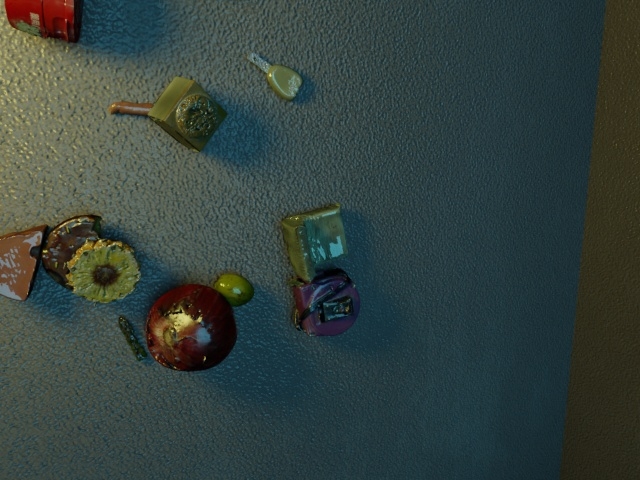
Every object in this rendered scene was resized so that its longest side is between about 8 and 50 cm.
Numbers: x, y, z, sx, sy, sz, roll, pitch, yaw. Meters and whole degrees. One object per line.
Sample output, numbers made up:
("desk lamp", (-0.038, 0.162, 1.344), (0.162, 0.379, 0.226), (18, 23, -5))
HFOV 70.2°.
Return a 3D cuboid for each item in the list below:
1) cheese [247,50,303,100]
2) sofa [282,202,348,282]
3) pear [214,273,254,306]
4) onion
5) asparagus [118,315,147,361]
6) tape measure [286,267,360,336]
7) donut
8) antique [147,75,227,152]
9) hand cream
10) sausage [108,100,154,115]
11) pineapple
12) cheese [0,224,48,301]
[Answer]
("cheese", (-0.146, -0.529, 1.442), (0.192, 0.037, 0.097), (30, 87, -27))
("sofa", (0.000, 0.000, 1.545), (0.225, 0.176, 0.210), (-15, 107, -21))
("pear", (-0.282, 0.165, 1.492), (0.131, 0.107, 0.107), (34, 86, -19))
("onion", (-0.391, 0.264, 1.393), (0.276, 0.276, 0.276), (-5, 103, -23))
("asparagus", (-0.590, 0.307, 1.425), (0.036, 0.030, 0.165), (-15, 111, 4))
("tape measure", (0.017, 0.224, 1.615), (0.245, 0.149, 0.232), (-18, 107, -20))
("donut", (-0.659, 0.037, 1.292), (0.230, 0.096, 0.216), (36, 93, -35))
("antique", (-0.375, -0.356, 1.296), (0.152, 0.148, 0.146), (-57, 138, -7))
("hand cream", (-0.657, -0.605, 1.093), (0.149, 0.230, 0.230), (8, 98, -25))
("sausage", (-0.522, -0.375, 1.307), (0.157, 0.036, 0.042), (-3, 95, -23))
("pineapple", (-0.598, 0.094, 1.263), (0.221, 0.047, 0.221), (-12, 119, -22))
("cheese", (-0.843, 0.042, 1.199), (0.177, 0.128, 0.203), (14, 96, -27))
